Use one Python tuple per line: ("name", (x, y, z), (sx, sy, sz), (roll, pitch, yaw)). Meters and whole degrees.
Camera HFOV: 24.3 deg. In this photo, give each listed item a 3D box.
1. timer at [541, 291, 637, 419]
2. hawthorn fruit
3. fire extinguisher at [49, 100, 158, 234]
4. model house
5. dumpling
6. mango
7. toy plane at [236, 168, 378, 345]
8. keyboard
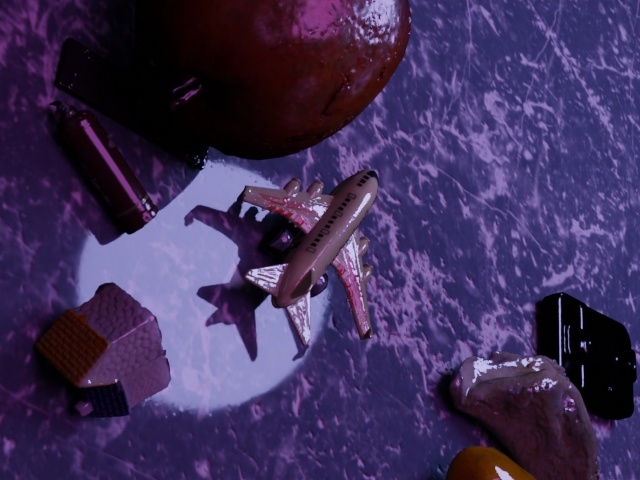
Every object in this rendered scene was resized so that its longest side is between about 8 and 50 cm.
("timer", (0.380, 0.162, 2.080), (0.187, 0.055, 0.144), (25, 57, -40))
("hawthorn fruit", (-0.059, -0.228, 1.587), (0.316, 0.316, 0.315), (21, 60, -42))
("fire extinguisher", (-0.225, -0.082, 1.524), (0.158, 0.043, 0.064), (58, 12, -14))
("model house", (-0.212, 0.114, 1.439), (0.100, 0.088, 0.100), (-34, 135, -26))
("dumpling", (0.305, 0.234, 1.926), (0.332, 0.086, 0.166), (47, 65, -30))
("mango", (0.228, 0.346, 1.802), (0.147, 0.109, 0.227), (-32, 100, -24))
("toy plane", (0.000, 0.000, 1.701), (0.229, 0.092, 0.244), (50, 44, -19))
("keyboard", (-0.197, -0.145, 1.602), (0.204, 0.013, 0.061), (31, 54, -37))
